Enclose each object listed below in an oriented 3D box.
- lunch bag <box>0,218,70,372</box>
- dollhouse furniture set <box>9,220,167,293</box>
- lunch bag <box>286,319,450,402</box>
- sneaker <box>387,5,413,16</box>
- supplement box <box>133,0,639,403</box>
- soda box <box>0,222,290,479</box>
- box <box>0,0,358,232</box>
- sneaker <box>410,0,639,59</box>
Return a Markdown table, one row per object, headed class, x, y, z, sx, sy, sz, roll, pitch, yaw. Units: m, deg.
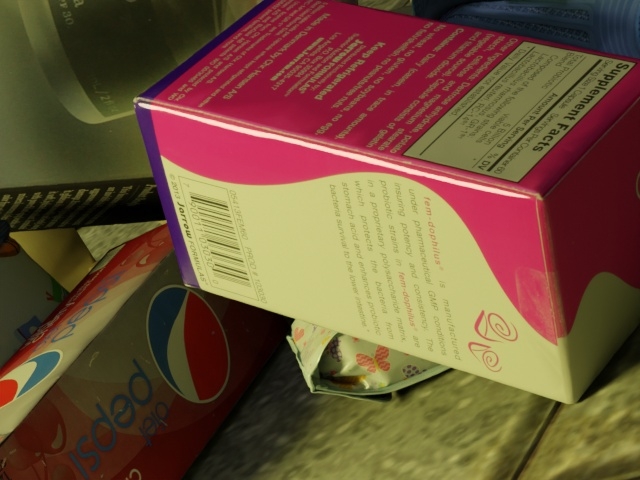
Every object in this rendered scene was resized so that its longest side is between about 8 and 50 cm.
| class | x | y | z | sx | sy | sz | roll | pitch | yaw |
| --- | --- | --- | --- | --- | --- | --- | --- | --- | --- |
| lunch bag | -0.274 | 0.120 | 1.088 | 0.303 | 0.115 | 0.243 | -38 | 8 | 36 |
| dollhouse furniture set | -0.232 | -0.053 | 1.328 | 0.303 | 0.286 | 0.198 | -36 | 6 | -19 |
| lunch bag | 0.028 | 0.045 | 0.935 | 0.083 | 0.053 | 0.071 | -23 | 17 | -3 |
| sneaker | 0.124 | -0.130 | 1.247 | 0.279 | 0.107 | 0.118 | -37 | 31 | -1 |
| supplement box | 0.042 | -0.026 | 0.866 | 0.220 | 0.111 | 0.114 | 17 | 44 | 35 |
| soda box | -0.116 | 0.090 | 0.993 | 0.083 | 0.092 | 0.263 | -22 | 18 | 33 |
| box | -0.141 | -0.163 | 1.164 | 0.294 | 0.296 | 0.183 | -5 | -8 | -18 |
| sneaker | 0.209 | -0.098 | 0.924 | 0.330 | 0.147 | 0.130 | -7 | -1 | 22 |
